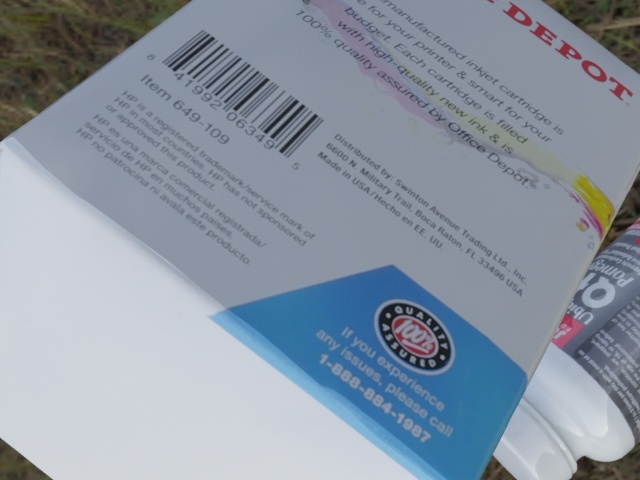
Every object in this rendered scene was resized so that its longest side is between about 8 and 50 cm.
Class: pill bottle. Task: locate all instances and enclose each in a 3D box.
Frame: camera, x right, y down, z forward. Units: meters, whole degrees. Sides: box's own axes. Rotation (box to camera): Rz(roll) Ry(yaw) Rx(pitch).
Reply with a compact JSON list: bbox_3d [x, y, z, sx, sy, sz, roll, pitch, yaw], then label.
[{"bbox_3d":[0.314,0.128,1.118,0.318,0.176,0.176,-41,59,-10],"label":"pill bottle"}]

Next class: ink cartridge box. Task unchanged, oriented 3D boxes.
[{"bbox_3d":[0.000,0.000,0.485,0.198,0.270,0.197,38,139,3],"label":"ink cartridge box"}]

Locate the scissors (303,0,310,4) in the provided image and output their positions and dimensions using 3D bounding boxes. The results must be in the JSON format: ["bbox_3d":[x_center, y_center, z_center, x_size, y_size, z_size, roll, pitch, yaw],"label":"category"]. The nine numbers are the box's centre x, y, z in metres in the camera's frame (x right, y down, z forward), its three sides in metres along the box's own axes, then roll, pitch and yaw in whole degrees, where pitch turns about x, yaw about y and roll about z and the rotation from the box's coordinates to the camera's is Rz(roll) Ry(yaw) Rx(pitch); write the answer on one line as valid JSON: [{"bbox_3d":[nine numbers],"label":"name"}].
[{"bbox_3d":[-0.014,-0.203,0.307,0.297,0.108,0.021,113,173,-52],"label":"scissors"}]
